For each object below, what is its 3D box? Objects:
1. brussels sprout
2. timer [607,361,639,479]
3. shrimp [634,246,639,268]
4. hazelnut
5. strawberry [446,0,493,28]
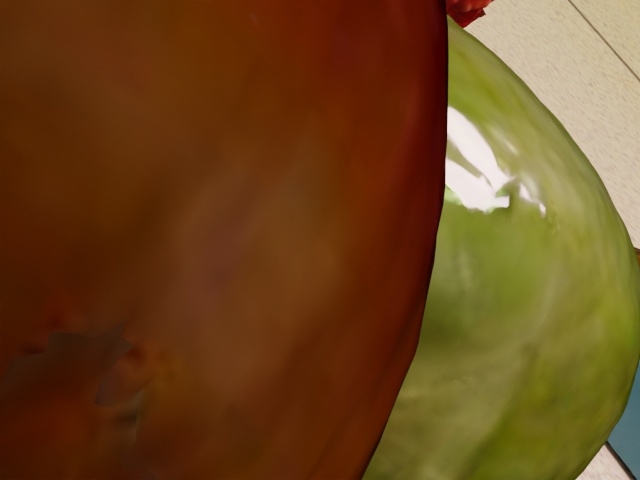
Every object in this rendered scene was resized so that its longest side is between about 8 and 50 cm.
[{"bbox_3d":[0.000,0.000,0.829,0.328,0.247,0.328,33,8,-5],"label":"brussels sprout"},{"bbox_3d":[0.256,0.113,1.307,0.232,0.091,0.250,11,25,-51],"label":"timer"},{"bbox_3d":[0.337,0.059,1.409,0.262,0.051,0.198,23,12,-26],"label":"shrimp"},{"bbox_3d":[-0.164,-0.038,0.428,0.429,0.402,0.402,47,19,-20],"label":"hazelnut"},{"bbox_3d":[-0.019,-0.215,1.054,0.292,0.343,0.292,53,19,-27],"label":"strawberry"}]
